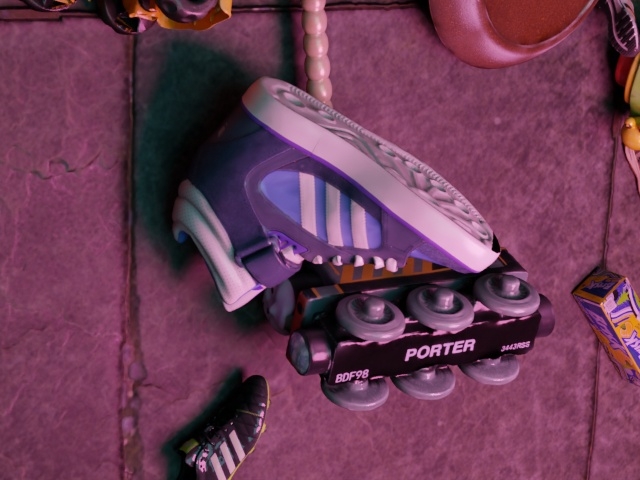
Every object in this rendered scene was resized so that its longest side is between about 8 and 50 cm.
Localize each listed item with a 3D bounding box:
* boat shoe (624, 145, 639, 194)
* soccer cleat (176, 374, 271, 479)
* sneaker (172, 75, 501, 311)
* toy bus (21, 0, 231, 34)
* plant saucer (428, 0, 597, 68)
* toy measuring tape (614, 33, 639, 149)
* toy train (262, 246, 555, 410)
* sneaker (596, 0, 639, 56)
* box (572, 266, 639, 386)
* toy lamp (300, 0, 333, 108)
[{"bbox_3d":[0.439,-0.078,2.053,0.056,0.049,0.152,-45,122,-14],"label":"boat shoe"},{"bbox_3d":[-0.116,0.229,1.796,0.072,0.060,0.178,26,92,-32],"label":"soccer cleat"},{"bbox_3d":[0.000,0.000,1.696,0.323,0.130,0.236,33,110,-4],"label":"sneaker"},{"bbox_3d":[-0.193,-0.320,1.562,0.220,0.149,0.211,14,80,-35],"label":"toy bus"},{"bbox_3d":[0.250,-0.334,1.816,0.311,0.050,0.310,-25,131,-31],"label":"plant saucer"},{"bbox_3d":[0.451,-0.264,1.969,0.121,0.121,0.330,31,83,-34],"label":"toy measuring tape"},{"bbox_3d":[0.099,0.082,1.808,0.334,0.190,0.142,-8,126,-27],"label":"toy train"},{"bbox_3d":[0.369,-0.271,1.938,0.044,0.040,0.109,4,62,-41],"label":"sneaker"},{"bbox_3d":[0.396,0.116,2.074,0.054,0.059,0.169,-43,121,-16],"label":"box"},{"bbox_3d":[-0.004,-0.208,1.734,0.080,0.080,0.274,-14,113,-28],"label":"toy lamp"}]
